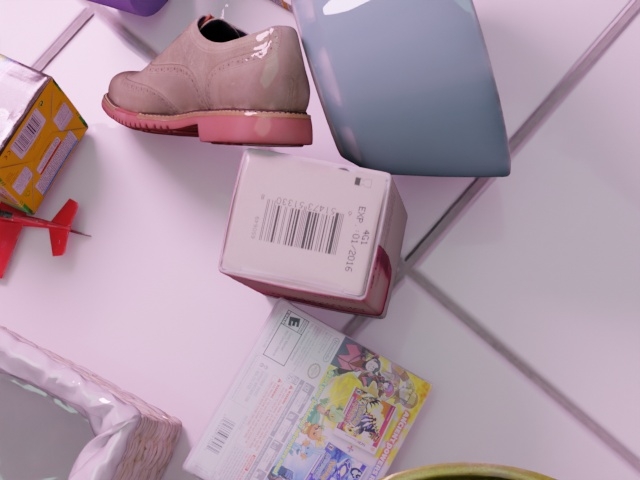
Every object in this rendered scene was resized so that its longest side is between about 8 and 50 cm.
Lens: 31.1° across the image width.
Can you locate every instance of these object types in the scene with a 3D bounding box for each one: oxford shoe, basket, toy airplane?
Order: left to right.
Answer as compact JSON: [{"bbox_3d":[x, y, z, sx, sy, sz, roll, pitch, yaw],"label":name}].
[{"bbox_3d":[-0.360,0.252,1.160,0.328,0.266,0.331,26,82,12],"label":"basket"},{"bbox_3d":[-0.341,-0.021,1.336,0.151,0.028,0.151,-2,77,7],"label":"toy airplane"},{"bbox_3d":[-0.120,-0.172,1.217,0.348,0.123,0.130,12,101,48],"label":"oxford shoe"}]

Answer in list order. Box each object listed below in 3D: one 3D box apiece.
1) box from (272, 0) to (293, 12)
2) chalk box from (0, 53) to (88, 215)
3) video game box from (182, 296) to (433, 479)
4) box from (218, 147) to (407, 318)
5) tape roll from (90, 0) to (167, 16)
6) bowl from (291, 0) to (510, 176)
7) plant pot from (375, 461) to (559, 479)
[{"bbox_3d":[-0.045,-0.324,1.363,0.136,0.028,0.081,31,83,11],"label":"box"},{"bbox_3d":[-0.401,-0.143,1.307,0.213,0.132,0.132,25,75,17],"label":"chalk box"},{"bbox_3d":[-0.012,0.192,1.192,0.187,0.048,0.205,30,80,3],"label":"video game box"},{"bbox_3d":[0.000,0.000,1.182,0.148,0.232,0.127,11,83,10],"label":"box"},{"bbox_3d":[-0.214,-0.357,1.308,0.080,0.189,0.189,17,81,11],"label":"tape roll"},{"bbox_3d":[0.072,-0.193,1.176,0.163,0.311,0.312,-16,77,5],"label":"bowl"},{"bbox_3d":[0.134,0.384,1.023,0.366,0.353,0.367,-1,79,7],"label":"plant pot"}]
